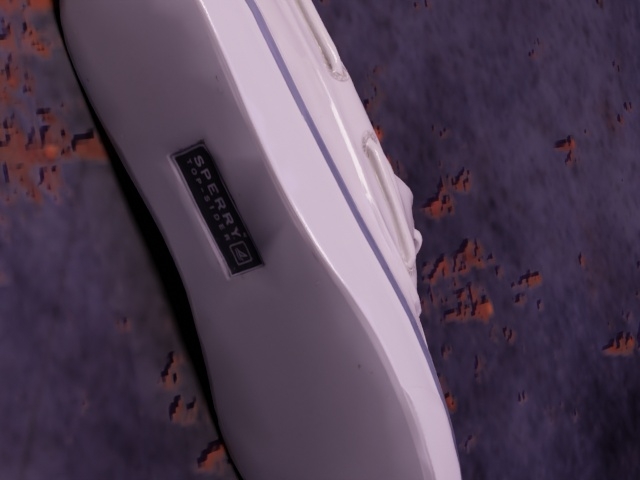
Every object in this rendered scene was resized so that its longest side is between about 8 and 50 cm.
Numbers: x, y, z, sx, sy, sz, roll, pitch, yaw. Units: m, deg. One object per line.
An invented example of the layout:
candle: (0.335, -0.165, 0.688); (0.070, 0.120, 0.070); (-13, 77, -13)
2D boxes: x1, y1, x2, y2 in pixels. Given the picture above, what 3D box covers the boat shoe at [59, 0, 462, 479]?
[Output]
boat shoe: (0.000, 0.000, 0.573); (0.084, 0.095, 0.258); (-34, 109, -47)
